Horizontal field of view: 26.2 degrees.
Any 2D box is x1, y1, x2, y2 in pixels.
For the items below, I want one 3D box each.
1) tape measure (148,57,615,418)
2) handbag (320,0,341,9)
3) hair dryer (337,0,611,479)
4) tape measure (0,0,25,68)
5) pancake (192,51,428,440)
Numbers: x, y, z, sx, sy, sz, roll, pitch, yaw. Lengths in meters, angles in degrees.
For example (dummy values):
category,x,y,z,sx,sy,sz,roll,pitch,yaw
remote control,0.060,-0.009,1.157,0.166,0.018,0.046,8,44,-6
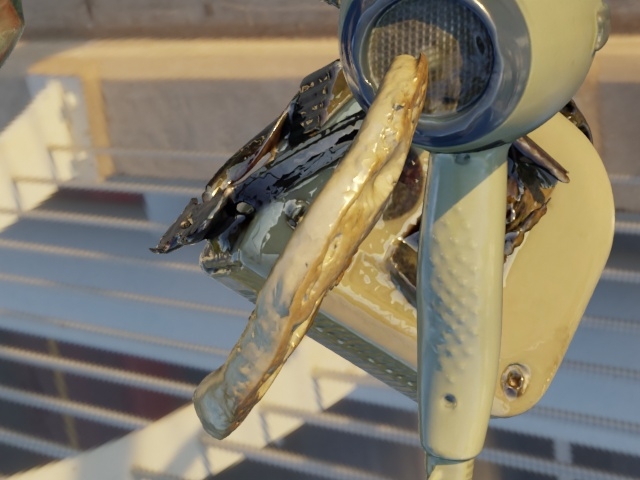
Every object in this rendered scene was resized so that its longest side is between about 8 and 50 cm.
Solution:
category,x,y,z,sx,sy,sz,roll,pitch,yaw
tape measure,0.062,-0.031,0.913,0.271,0.231,0.133,30,166,-15
handbag,0.056,-0.315,1.020,0.240,0.340,0.247,42,122,12
hair dryer,0.086,-0.062,0.695,0.119,0.296,0.298,9,131,15
tape measure,-0.295,-0.181,0.849,0.147,0.275,0.256,30,107,26
pancake,0.001,0.000,0.473,0.025,0.151,0.151,32,128,3
